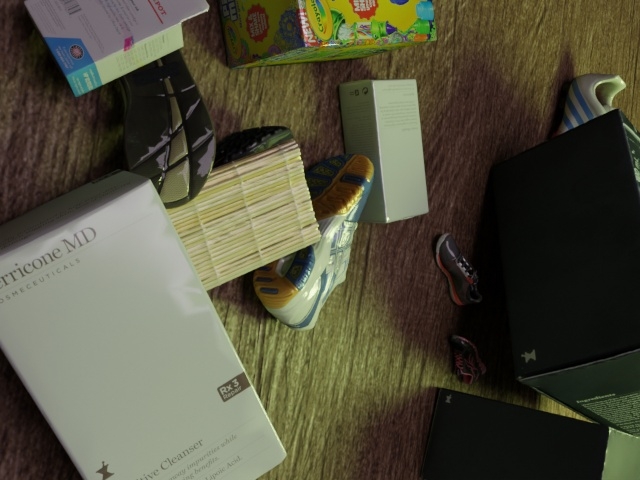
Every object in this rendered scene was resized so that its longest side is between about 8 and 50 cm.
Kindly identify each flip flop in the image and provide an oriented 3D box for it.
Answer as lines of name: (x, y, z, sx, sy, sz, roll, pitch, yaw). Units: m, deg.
flip flop: (-0.206, -0.173, 0.904, 0.112, 0.080, 0.277, -17, 83, -16)

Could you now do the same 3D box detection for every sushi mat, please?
sushi mat: (-0.153, -0.008, 0.940, 0.316, 0.019, 0.152, -24, 115, -19)

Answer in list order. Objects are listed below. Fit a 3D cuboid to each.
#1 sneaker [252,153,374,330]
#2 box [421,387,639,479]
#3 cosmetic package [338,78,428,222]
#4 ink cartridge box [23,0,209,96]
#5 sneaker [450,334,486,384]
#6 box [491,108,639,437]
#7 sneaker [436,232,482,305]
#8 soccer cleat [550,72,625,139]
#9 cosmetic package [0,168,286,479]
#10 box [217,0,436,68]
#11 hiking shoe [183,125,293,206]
sneaker: (0.000, 0.000, 1.126, 0.297, 0.111, 0.131, -58, 143, -24)
box: (0.424, 0.414, 1.352, 0.312, 0.343, 0.179, 24, 75, -41)
cosmetic package: (0.107, -0.151, 1.220, 0.117, 0.085, 0.231, -12, 101, -42)
ink cartridge box: (-0.230, -0.257, 0.844, 0.181, 0.061, 0.104, -29, 83, -13)
sneaker: (0.280, 0.235, 1.421, 0.057, 0.047, 0.119, -45, 119, -20)
box: (0.600, 0.092, 1.437, 0.471, 0.297, 0.480, 29, 49, -36)
sneaker: (0.272, 0.054, 1.390, 0.061, 0.064, 0.158, -42, 118, -34)
soccer cleat: (0.598, -0.229, 1.638, 0.116, 0.143, 0.332, 24, 75, -41)
cosmetic package: (-0.221, 0.134, 0.836, 0.217, 0.156, 0.385, -32, 114, -19)
box: (0.000, -0.413, 1.051, 0.279, 0.177, 0.290, -17, 103, -41)
hiking shoe: (-0.117, -0.073, 1.020, 0.227, 0.086, 0.114, -41, 124, -24)
